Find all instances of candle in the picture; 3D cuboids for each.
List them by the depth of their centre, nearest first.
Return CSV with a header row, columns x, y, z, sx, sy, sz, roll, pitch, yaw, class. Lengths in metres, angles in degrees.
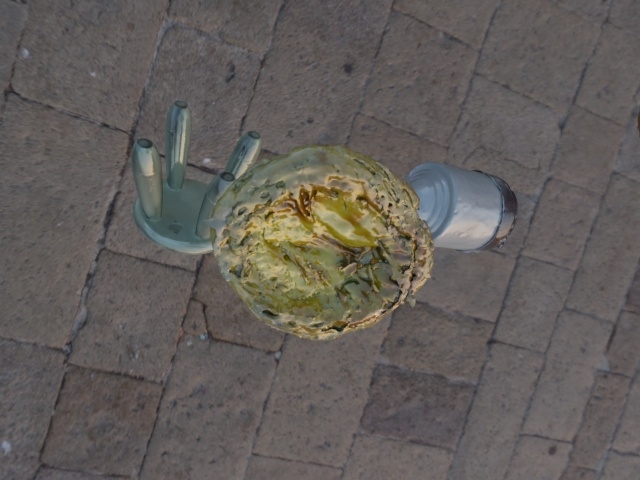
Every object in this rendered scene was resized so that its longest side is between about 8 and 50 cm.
x,y,z,sx,sy,sz,roll,pitch,yaw,class
0.325,-0.082,1.302,0.342,0.221,0.221,5,98,-35,candle

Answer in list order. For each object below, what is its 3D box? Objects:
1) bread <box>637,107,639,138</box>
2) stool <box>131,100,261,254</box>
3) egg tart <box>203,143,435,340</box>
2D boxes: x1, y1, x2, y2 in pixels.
x,y,z,sx,sy,sz,roll,pitch,yaw,class
0.715,-0.220,0.961,0.149,0.274,0.274,-4,100,-1,bread
-0.231,-0.106,0.919,0.195,0.195,0.198,21,133,-2,stool
0.000,0.000,0.559,0.252,0.098,0.232,25,117,-20,egg tart
